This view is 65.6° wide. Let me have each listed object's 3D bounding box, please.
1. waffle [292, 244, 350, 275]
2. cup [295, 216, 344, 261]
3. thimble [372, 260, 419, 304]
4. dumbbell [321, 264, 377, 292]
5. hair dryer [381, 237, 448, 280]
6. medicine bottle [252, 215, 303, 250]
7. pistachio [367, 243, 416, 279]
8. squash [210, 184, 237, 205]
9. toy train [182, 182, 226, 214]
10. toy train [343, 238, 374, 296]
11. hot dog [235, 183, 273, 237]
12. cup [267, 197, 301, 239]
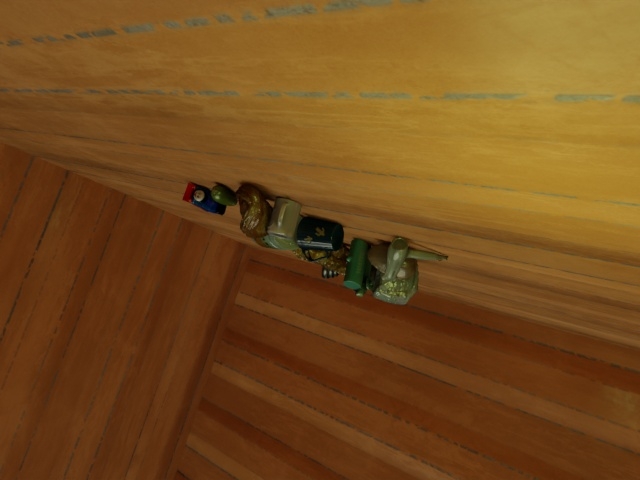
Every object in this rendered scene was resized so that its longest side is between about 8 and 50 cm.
[{"bbox_3d":[0.015,0.051,2.365,0.261,0.151,0.324,19,171,35],"label":"waffle"},{"bbox_3d":[0.000,0.000,1.950,0.155,0.176,0.131,7,-171,29],"label":"cup"},{"bbox_3d":[0.322,0.166,2.125,0.172,0.205,0.250,12,-148,2],"label":"thimble"},{"bbox_3d":[0.181,0.162,2.671,0.406,0.179,0.179,16,173,13],"label":"dumbbell"},{"bbox_3d":[0.358,0.079,1.854,0.237,0.075,0.206,0,138,-5],"label":"hair dryer"},{"bbox_3d":[-0.190,-0.042,2.120,0.158,0.158,0.318,22,173,-26],"label":"medicine bottle"},{"bbox_3d":[0.288,0.081,1.983,0.206,0.131,0.129,17,165,26],"label":"pistachio"},{"bbox_3d":[-0.378,-0.173,1.975,0.066,0.066,0.201,16,176,13],"label":"squash"},{"bbox_3d":[-0.504,-0.179,2.165,0.131,0.083,0.204,16,175,16],"label":"toy train"},{"bbox_3d":[0.165,0.111,2.132,0.101,0.248,0.159,-15,140,40],"label":"toy train"},{"bbox_3d":[-0.245,-0.106,1.783,0.114,0.175,0.259,-7,167,7],"label":"hot dog"},{"bbox_3d":[-0.139,-0.083,1.775,0.099,0.133,0.136,10,170,32],"label":"cup"}]
